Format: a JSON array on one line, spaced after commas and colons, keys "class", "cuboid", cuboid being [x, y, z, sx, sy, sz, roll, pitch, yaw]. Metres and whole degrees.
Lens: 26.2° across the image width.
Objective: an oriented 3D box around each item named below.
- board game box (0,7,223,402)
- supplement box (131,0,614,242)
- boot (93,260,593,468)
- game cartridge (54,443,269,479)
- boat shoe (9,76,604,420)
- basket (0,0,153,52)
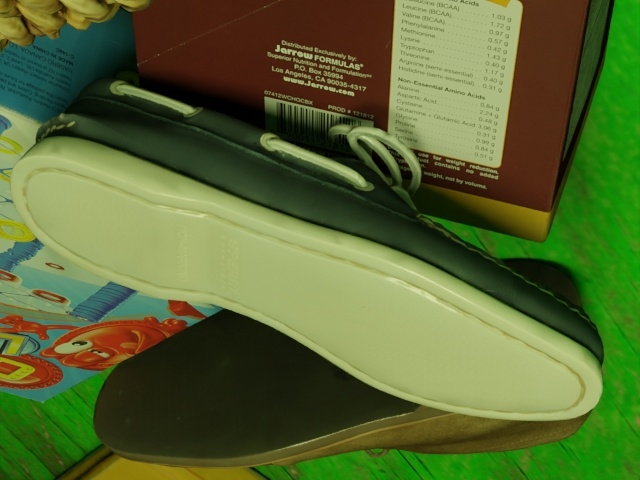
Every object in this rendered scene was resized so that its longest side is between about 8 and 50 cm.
[{"class": "board game box", "cuboid": [-0.199, -0.028, 0.745, 0.308, 0.086, 0.302, 22, 145, -34]}, {"class": "supplement box", "cuboid": [0.028, -0.130, 0.579, 0.191, 0.129, 0.194, 14, 138, 13]}, {"class": "boot", "cuboid": [0.014, 0.100, 0.821, 0.305, 0.112, 0.115, -10, 141, 16]}, {"class": "game cartridge", "cuboid": [-0.079, 0.286, 1.120, 0.324, 0.052, 0.285, 38, 137, -12]}, {"class": "boat shoe", "cuboid": [0.000, 0.000, 0.570, 0.254, 0.079, 0.095, 18, 141, 12]}, {"class": "basket", "cuboid": [-0.088, -0.225, 0.373, 0.223, 0.299, 0.213, -6, 167, 35]}]
